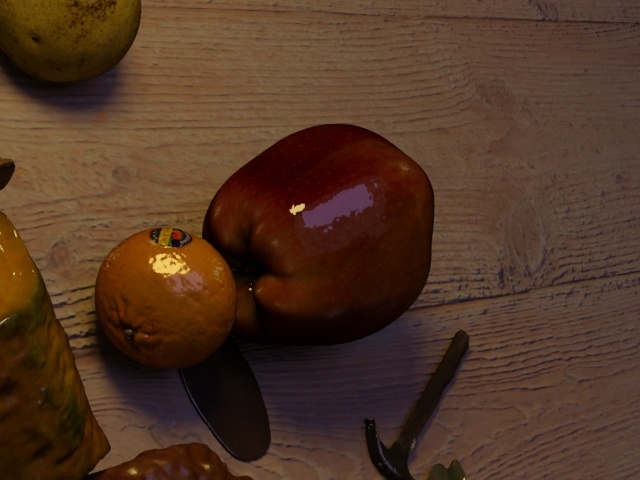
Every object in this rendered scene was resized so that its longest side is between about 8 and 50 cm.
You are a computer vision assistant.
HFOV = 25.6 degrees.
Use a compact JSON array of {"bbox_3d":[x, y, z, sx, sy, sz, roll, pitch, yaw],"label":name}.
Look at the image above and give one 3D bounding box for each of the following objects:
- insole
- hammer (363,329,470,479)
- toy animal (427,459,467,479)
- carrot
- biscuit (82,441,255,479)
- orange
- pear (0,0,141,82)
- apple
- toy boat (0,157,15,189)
[{"bbox_3d":[-0.150,0.134,1.838,0.111,0.007,0.328,-13,75,-44],"label":"insole"},{"bbox_3d":[0.154,0.230,2.019,0.125,0.027,0.297,47,46,-8],"label":"hammer"},{"bbox_3d":[0.195,0.410,1.897,0.236,0.138,0.108,-75,147,-54],"label":"toy animal"},{"bbox_3d":[-0.373,0.133,1.448,0.241,0.241,0.341,-45,122,-44],"label":"carrot"},{"bbox_3d":[-0.171,0.432,1.543,0.342,0.166,0.395,-12,76,-41],"label":"biscuit"},{"bbox_3d":[-0.189,0.071,1.722,0.177,0.177,0.155,39,21,-16],"label":"orange"},{"bbox_3d":[-0.325,-0.306,1.820,0.197,0.197,0.197,19,55,-30],"label":"pear"},{"bbox_3d":[0.000,0.000,1.855,0.316,0.288,0.288,-22,81,-36],"label":"apple"},{"bbox_3d":[-0.481,-0.049,1.582,0.089,0.121,0.321,54,37,6],"label":"toy boat"}]
